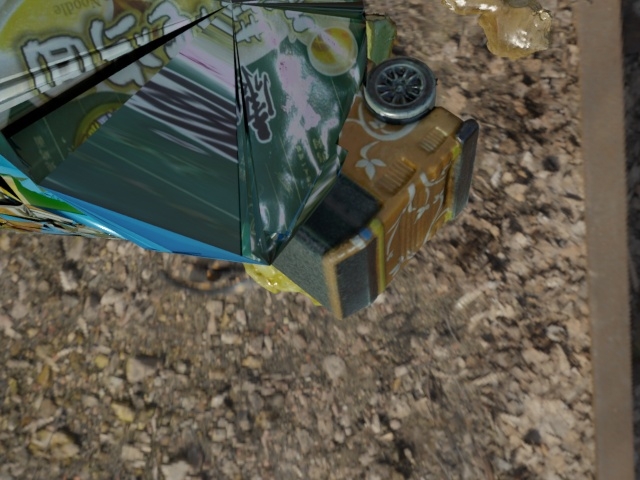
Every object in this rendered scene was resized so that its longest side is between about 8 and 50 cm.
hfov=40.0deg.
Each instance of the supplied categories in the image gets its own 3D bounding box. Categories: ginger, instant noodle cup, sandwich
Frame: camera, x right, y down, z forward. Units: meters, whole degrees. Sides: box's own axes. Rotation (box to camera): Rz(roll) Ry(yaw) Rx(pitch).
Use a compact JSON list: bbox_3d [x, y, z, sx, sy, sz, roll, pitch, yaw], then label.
[{"bbox_3d":[0.250,-0.310,1.249,0.165,0.067,0.096,25,142,13],"label":"ginger"},{"bbox_3d":[-0.115,-0.099,0.466,0.240,0.178,0.240,7,79,-41],"label":"instant noodle cup"},{"bbox_3d":[0.070,-0.313,1.609,0.063,0.245,0.212,-26,117,-23],"label":"sandwich"}]

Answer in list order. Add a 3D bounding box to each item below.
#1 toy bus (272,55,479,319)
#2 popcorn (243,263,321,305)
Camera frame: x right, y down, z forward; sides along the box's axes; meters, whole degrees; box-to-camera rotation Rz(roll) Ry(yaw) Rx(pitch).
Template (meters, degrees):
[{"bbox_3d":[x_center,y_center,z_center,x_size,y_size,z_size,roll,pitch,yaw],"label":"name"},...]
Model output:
[{"bbox_3d":[-0.036,-0.084,0.666,0.275,0.138,0.167,39,74,19],"label":"toy bus"},{"bbox_3d":[0.000,0.000,1.273,0.255,0.256,0.195,12,105,25],"label":"popcorn"}]
